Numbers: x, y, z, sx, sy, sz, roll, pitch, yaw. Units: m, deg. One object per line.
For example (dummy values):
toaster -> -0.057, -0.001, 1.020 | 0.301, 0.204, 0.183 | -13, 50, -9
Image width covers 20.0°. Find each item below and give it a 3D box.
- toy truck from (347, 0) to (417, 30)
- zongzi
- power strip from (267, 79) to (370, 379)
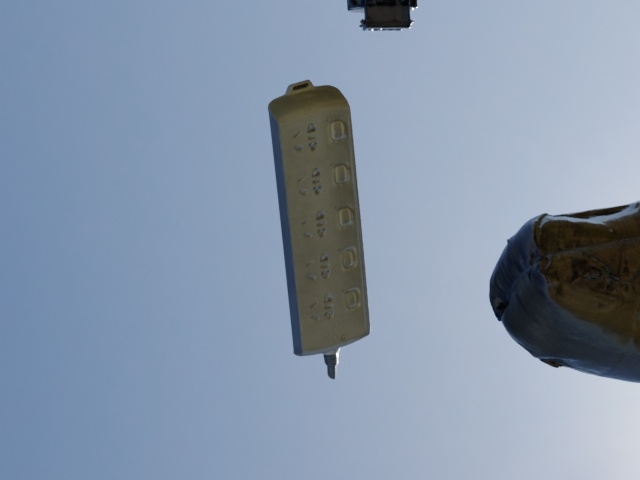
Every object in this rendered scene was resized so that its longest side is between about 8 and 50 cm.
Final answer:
toy truck -> 0.057, -0.289, 1.629 | 0.074, 0.088, 0.202 | -2, -92, -8
zongzi -> 0.325, -0.010, 1.859 | 0.323, 0.160, 0.360 | 15, -137, -14
power strip -> 0.000, 0.000, 1.386 | 0.060, 0.253, 0.027 | -17, -152, -21
